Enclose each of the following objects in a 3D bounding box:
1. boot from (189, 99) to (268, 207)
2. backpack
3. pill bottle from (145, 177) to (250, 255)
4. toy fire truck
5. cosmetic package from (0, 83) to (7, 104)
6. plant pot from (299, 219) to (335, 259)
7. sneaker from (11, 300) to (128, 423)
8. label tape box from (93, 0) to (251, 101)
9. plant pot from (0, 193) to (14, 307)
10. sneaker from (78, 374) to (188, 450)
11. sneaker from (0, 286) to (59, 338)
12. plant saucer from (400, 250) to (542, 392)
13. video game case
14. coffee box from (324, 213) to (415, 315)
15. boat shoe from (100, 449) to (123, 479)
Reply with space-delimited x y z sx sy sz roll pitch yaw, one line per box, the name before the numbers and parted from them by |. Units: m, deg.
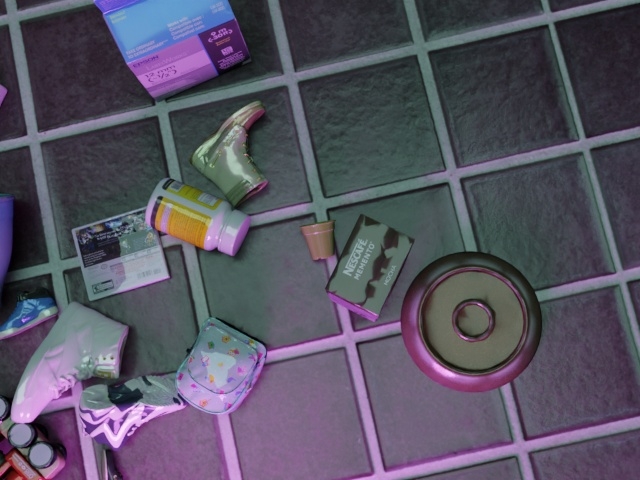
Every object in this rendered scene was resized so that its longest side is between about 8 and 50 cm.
boot | -0.169 -0.196 1.838 0.213 0.077 0.165 -44 81 2
backpack | -0.218 0.277 1.741 0.166 0.144 0.188 29 86 2
pill bottle | -0.270 -0.049 1.801 0.208 0.119 0.119 23 84 6
toy fire truck | -0.702 0.484 1.749 0.217 0.158 0.246 43 76 7
cosmetic package | -0.992 -0.351 1.863 0.453 0.161 0.230 21 84 6
plant pot | 0.000 0.000 1.806 0.083 0.083 0.079 -10 95 2
sneaker | -0.519 0.276 1.734 0.169 0.108 0.292 21 56 3
label tape box | -0.303 -0.443 1.742 0.249 0.348 0.115 -23 82 0
plant pot | -0.797 0.033 1.760 0.271 0.271 0.255 -1 97 3
sneaker | -0.411 0.382 1.770 0.235 0.153 0.094 -6 44 -33
sneaker | -0.673 0.158 1.822 0.152 0.058 0.084 -26 87 -5
plant saucer | 0.330 0.175 1.772 0.310 0.050 0.311 -1 82 4
video game case | -0.454 0.029 1.849 0.190 0.022 0.173 -17 82 2
coffee box | 0.101 0.064 1.673 0.119 0.297 0.168 26 84 6
boat shoe | -0.453 0.520 1.770 0.042 0.049 0.133 -6 73 -26
